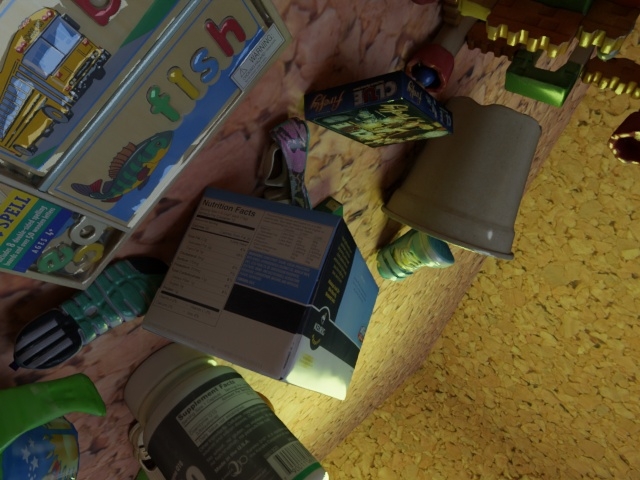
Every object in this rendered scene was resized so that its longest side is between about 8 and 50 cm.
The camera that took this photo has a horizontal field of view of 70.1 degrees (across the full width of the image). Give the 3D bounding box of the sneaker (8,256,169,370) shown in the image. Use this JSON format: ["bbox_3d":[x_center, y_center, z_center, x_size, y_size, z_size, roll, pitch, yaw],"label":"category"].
[{"bbox_3d":[-0.309,0.094,0.622,0.098,0.083,0.224,-26,-174,41],"label":"sneaker"}]

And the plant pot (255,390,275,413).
[{"bbox_3d":[-0.206,0.470,1.118,0.205,0.205,0.188,-62,167,21],"label":"plant pot"}]

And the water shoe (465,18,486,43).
[{"bbox_3d":[0.379,-0.446,0.971,0.203,0.080,0.073,-34,149,-31],"label":"water shoe"}]

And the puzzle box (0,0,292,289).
[{"bbox_3d":[-0.221,-0.144,0.450,0.409,0.052,0.272,-51,153,0],"label":"puzzle box"}]

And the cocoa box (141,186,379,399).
[{"bbox_3d":[-0.062,0.103,0.749,0.347,0.232,0.227,56,51,-63],"label":"cocoa box"}]

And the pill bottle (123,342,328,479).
[{"bbox_3d":[-0.177,0.357,0.807,0.204,0.361,0.204,-37,150,-26],"label":"pill bottle"}]

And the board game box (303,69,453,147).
[{"bbox_3d":[0.107,-0.209,0.766,0.243,0.165,0.042,1,87,-57],"label":"board game box"}]

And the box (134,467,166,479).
[{"bbox_3d":[-0.278,0.511,0.992,0.058,0.232,0.322,2,123,-57],"label":"box"}]

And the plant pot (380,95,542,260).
[{"bbox_3d":[0.353,-0.158,1.082,0.334,0.334,0.305,0,113,-58],"label":"plant pot"}]

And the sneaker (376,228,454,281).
[{"bbox_3d":[0.242,0.053,1.241,0.208,0.127,0.319,-37,179,15],"label":"sneaker"}]

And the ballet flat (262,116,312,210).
[{"bbox_3d":[-0.057,-0.099,0.756,0.079,0.077,0.221,-20,139,-17],"label":"ballet flat"}]

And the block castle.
[{"bbox_3d":[0.339,-0.298,0.687,0.212,0.453,0.303,-56,156,-9],"label":"block castle"}]

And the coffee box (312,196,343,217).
[{"bbox_3d":[0.000,0.000,0.991,0.113,0.040,0.184,-40,152,-21],"label":"coffee box"}]

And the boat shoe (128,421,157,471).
[{"bbox_3d":[-0.358,0.429,0.956,0.063,0.059,0.170,-29,146,-37],"label":"boat shoe"}]

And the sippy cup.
[{"bbox_3d":[-0.410,0.274,0.519,0.224,0.306,0.240,70,19,-71],"label":"sippy cup"}]
